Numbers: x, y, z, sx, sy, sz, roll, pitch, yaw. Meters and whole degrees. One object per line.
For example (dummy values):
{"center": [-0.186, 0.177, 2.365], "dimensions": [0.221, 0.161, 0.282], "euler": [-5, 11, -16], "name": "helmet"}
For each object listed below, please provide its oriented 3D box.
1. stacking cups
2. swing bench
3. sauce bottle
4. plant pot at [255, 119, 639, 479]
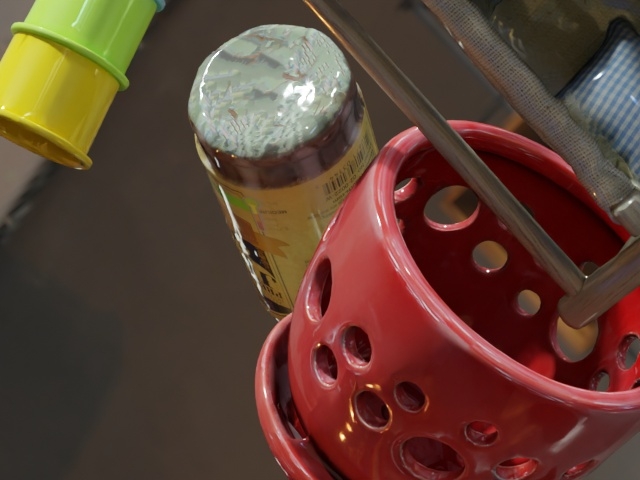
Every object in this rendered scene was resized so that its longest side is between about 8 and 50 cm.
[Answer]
{"center": [-0.137, -0.210, 1.313], "dimensions": [0.316, 0.096, 0.096], "euler": [-66, -15, -8], "name": "stacking cups"}
{"center": [0.150, -0.140, 0.897], "dimensions": [0.255, 0.253, 0.165], "euler": [-39, 6, 45], "name": "swing bench"}
{"center": [0.000, 0.000, 1.280], "dimensions": [0.111, 0.111, 0.344], "euler": [-37, -35, -13], "name": "sauce bottle"}
{"center": [0.068, 0.061, 0.984], "dimensions": [0.191, 0.191, 0.174], "euler": [-19, -27, -50], "name": "plant pot"}
